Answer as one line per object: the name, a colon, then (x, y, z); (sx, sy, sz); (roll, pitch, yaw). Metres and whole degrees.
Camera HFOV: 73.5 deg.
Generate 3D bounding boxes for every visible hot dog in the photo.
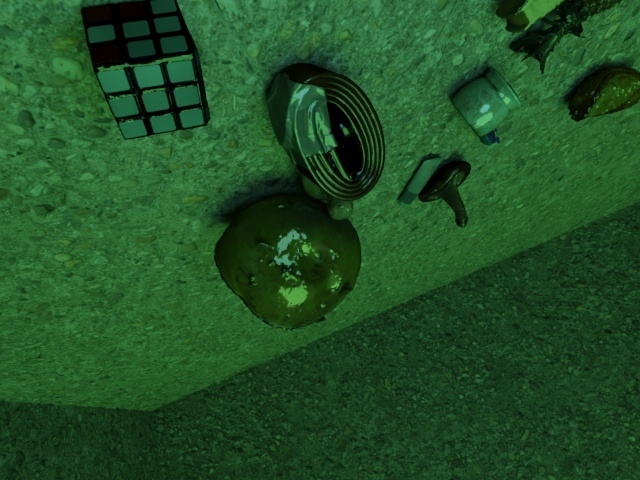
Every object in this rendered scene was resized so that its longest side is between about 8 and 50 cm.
hot dog: (0.950, -0.491, 1.433); (0.259, 0.114, 0.175); (-17, 149, -16)

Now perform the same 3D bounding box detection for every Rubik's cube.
Rubik's cube: (-0.297, -0.298, 0.749); (0.163, 0.162, 0.160); (-15, 152, -14)

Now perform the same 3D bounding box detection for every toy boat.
toy boat: (0.527, -0.348, 1.293); (0.110, 0.175, 0.091); (-31, 120, 33)
toy boat: (0.518, -0.584, 0.898); (0.089, 0.121, 0.321); (29, 127, -28)

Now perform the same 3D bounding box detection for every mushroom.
mushroom: (0.493, -0.157, 1.566); (0.148, 0.217, 0.227); (-10, 153, -38)
mushroom: (0.049, -0.180, 1.219); (0.206, 0.209, 0.206); (-10, 125, -15)

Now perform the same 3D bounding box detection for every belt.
belt: (0.019, -0.250, 1.008); (0.217, 0.122, 0.338); (-39, 129, -5)

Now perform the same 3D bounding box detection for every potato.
potato: (-0.061, 0.037, 1.309); (0.442, 0.385, 0.319); (10, 139, -40)

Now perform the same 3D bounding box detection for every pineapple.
pineapple: (0.614, -0.548, 1.056); (0.130, 0.119, 0.277); (-24, 163, -45)

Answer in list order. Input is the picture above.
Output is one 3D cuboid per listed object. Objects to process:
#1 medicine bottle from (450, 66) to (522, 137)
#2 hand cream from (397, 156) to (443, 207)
medicine bottle: (0.463, -0.386, 1.200); (0.143, 0.147, 0.147); (-38, 150, 22)
hand cream: (0.357, -0.211, 1.560); (0.079, 0.048, 0.255); (-18, 153, -29)
